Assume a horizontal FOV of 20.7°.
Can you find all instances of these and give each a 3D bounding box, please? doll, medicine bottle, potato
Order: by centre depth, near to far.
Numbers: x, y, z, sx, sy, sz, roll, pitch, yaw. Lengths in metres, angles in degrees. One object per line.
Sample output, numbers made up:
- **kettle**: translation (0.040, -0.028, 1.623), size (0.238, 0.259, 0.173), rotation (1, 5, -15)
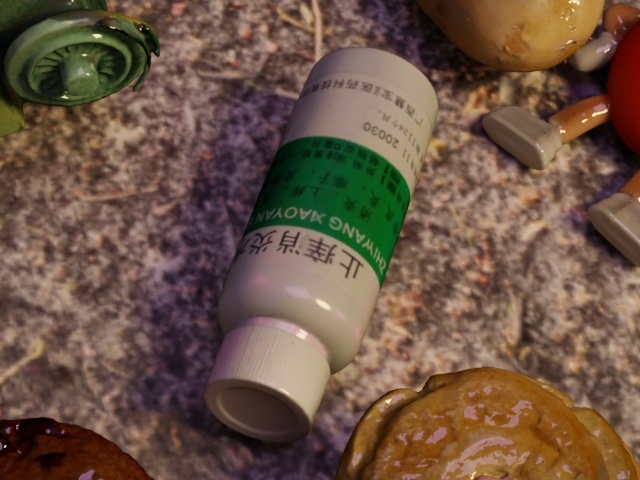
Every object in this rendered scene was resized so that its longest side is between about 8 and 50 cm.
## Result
- **medicine bottle**: translation (0.000, 0.000, 1.093), size (0.095, 0.095, 0.260), rotation (17, 57, 3)
- **doll**: translation (0.241, -0.098, 1.204), size (0.217, 0.085, 0.183), rotation (-41, 66, -11)
- **potato**: translation (0.125, -0.188, 1.222), size (0.118, 0.109, 0.178), rotation (-13, 47, -24)

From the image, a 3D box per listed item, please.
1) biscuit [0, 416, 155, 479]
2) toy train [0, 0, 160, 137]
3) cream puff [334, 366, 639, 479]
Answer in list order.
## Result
- **biscuit**: translation (-0.171, 0.178, 0.977), size (0.192, 0.049, 0.192), rotation (7, 53, -9)
- **toy train**: translation (-0.256, -0.183, 1.021), size (0.253, 0.397, 0.160), rotation (-18, 61, 4)
- **cream puff**: translation (0.095, 0.167, 0.976), size (0.189, 0.129, 0.189), rotation (-5, 58, 9)
